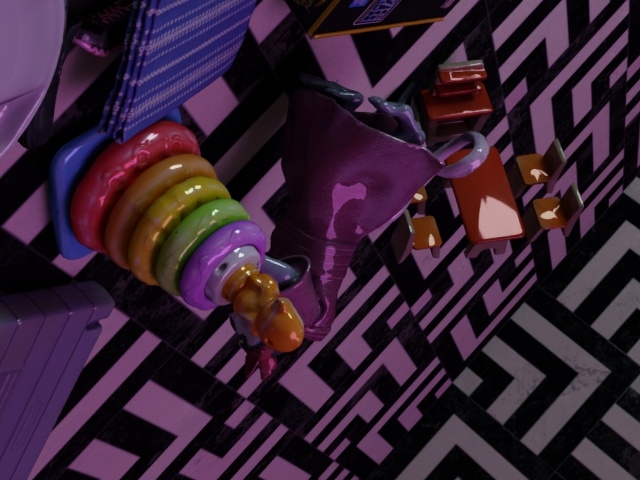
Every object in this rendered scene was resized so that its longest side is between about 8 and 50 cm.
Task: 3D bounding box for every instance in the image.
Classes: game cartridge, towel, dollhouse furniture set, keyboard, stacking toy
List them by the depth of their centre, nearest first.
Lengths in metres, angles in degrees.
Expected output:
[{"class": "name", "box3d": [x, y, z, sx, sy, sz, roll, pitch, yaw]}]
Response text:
[{"class": "towel", "box3d": [-0.101, -0.268, 1.020, 0.243, 0.040, 0.336, -47, 163, -53]}, {"class": "stacking toy", "box3d": [-0.121, 0.006, 1.113, 0.166, 0.302, 0.175, -34, 151, -32]}, {"class": "game cartridge", "box3d": [-0.390, 0.204, 1.245, 0.230, 0.068, 0.355, -4, 130, -54]}, {"class": "dollhouse furniture set", "box3d": [0.217, -0.111, 1.578, 0.262, 0.259, 0.135, -9, 153, -11]}, {"class": "keyboard", "box3d": [0.094, -0.142, 1.625, 0.192, 0.038, 0.100, 99, 15, -49]}]

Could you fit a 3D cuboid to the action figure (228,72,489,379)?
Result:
[{"class": "action figure", "box3d": [0.000, 0.000, 1.327, 0.248, 0.276, 0.370, -118, -136, -78]}]

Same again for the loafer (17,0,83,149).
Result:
[{"class": "loafer", "box3d": [-0.235, -0.172, 0.929, 0.078, 0.076, 0.223, -23, 142, -32]}]

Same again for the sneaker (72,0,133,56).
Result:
[{"class": "sneaker", "box3d": [-0.189, -0.201, 1.017, 0.119, 0.047, 0.057, -21, 138, -61]}]

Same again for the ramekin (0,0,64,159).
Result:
[{"class": "ramekin", "box3d": [-0.320, -0.142, 0.758, 0.273, 0.127, 0.273, -41, 154, -25]}]

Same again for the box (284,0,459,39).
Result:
[{"class": "box", "box3d": [0.136, -0.355, 1.184, 0.257, 0.079, 0.322, -16, 159, -46]}]
